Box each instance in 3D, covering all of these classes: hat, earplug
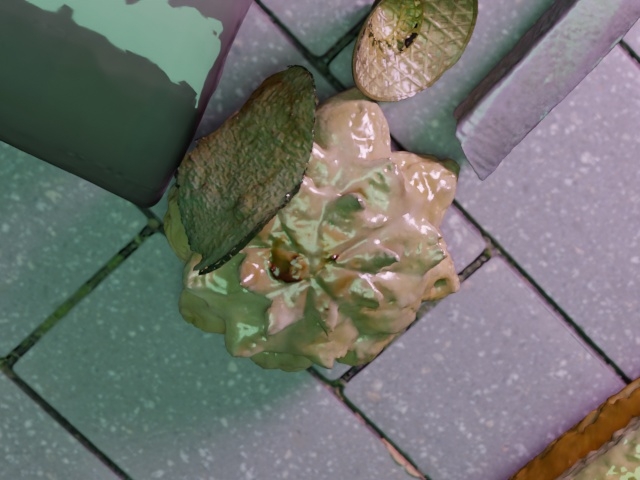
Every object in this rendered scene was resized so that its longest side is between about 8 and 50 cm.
[{"bbox_3d":[0.070,-0.206,1.585,0.146,0.067,0.146,-26,140,-24],"label":"hat"},{"bbox_3d":[-0.252,-0.239,1.437,0.394,0.312,0.312,23,107,-7],"label":"earplug"}]

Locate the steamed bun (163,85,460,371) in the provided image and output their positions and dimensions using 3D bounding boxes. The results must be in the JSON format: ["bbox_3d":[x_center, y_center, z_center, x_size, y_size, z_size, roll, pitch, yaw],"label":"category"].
[{"bbox_3d":[0.000,0.000,1.615,0.295,0.137,0.292,25,104,-7],"label":"steamed bun"}]

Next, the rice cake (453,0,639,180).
[{"bbox_3d":[0.251,-0.209,1.584,0.073,0.056,0.365,36,105,-18],"label":"rice cake"}]

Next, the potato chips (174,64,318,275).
[{"bbox_3d":[-0.071,-0.067,1.549,0.142,0.026,0.209,0,68,28],"label":"potato chips"}]

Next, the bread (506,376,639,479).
[{"bbox_3d":[0.299,0.304,1.704,0.375,0.165,0.236,-39,101,12],"label":"bread"}]
